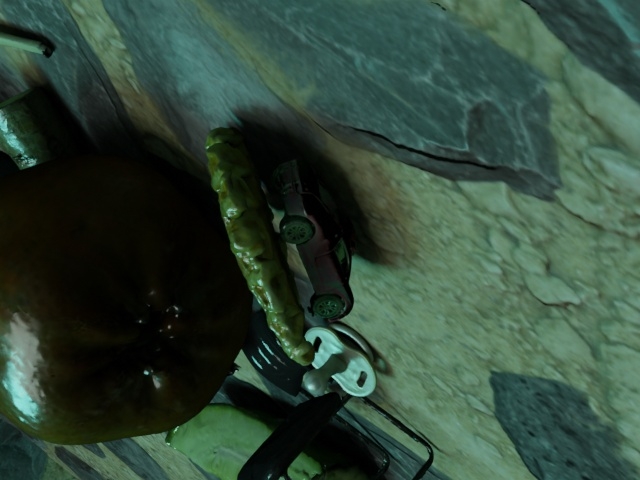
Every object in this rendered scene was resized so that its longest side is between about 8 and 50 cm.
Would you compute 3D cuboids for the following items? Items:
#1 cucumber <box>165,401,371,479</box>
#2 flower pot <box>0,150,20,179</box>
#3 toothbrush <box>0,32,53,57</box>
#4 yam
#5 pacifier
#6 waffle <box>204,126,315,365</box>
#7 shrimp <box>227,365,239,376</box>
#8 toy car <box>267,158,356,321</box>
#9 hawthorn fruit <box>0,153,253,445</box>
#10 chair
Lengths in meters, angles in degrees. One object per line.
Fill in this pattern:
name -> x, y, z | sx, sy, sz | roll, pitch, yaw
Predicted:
cucumber -> -0.055, 0.260, 1.553 | 0.145, 0.105, 0.325 | 25, 173, -38
flower pot -> -0.398, 0.029, 1.446 | 0.269, 0.166, 0.269 | 39, -155, -23
toothbrush -> -0.349, -0.207, 1.283 | 0.294, 0.028, 0.026 | 24, 173, 42
yam -> -0.280, -0.093, 1.319 | 0.070, 0.070, 0.146 | 22, 149, 43
pacifier -> 0.011, 0.115, 1.206 | 0.083, 0.064, 0.068 | 37, 140, 16
waffle -> -0.048, 0.004, 1.022 | 0.183, 0.036, 0.169 | -107, -4, -54
shrimp -> -0.164, 0.133, 1.464 | 0.222, 0.054, 0.290 | 19, 166, -42
toy car -> 0.000, 0.000, 1.011 | 0.069, 0.055, 0.142 | -101, -8, -48
hawthorn fruit -> -0.225, 0.044, 1.237 | 0.301, 0.268, 0.267 | 18, 147, 47
chair -> -0.025, 0.191, 1.303 | 0.221, 0.145, 0.140 | 46, 158, -4
